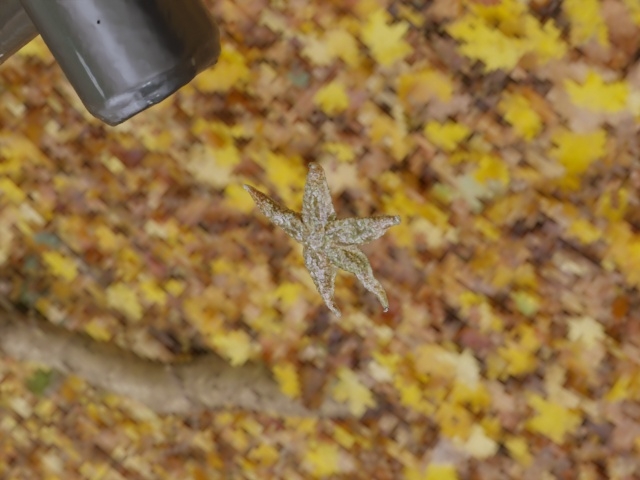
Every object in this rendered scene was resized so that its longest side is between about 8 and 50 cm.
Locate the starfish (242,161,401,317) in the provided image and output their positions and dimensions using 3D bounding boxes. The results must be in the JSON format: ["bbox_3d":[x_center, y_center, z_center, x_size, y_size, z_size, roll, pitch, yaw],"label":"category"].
[{"bbox_3d":[0.000,0.000,0.824,0.086,0.016,0.092,21,134,26],"label":"starfish"}]

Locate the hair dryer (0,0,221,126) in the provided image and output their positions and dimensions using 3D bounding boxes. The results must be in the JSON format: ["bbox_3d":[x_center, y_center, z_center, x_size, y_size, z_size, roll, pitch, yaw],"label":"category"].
[{"bbox_3d":[-0.138,-0.101,0.824,0.114,0.070,0.248,58,153,-8],"label":"hair dryer"}]
